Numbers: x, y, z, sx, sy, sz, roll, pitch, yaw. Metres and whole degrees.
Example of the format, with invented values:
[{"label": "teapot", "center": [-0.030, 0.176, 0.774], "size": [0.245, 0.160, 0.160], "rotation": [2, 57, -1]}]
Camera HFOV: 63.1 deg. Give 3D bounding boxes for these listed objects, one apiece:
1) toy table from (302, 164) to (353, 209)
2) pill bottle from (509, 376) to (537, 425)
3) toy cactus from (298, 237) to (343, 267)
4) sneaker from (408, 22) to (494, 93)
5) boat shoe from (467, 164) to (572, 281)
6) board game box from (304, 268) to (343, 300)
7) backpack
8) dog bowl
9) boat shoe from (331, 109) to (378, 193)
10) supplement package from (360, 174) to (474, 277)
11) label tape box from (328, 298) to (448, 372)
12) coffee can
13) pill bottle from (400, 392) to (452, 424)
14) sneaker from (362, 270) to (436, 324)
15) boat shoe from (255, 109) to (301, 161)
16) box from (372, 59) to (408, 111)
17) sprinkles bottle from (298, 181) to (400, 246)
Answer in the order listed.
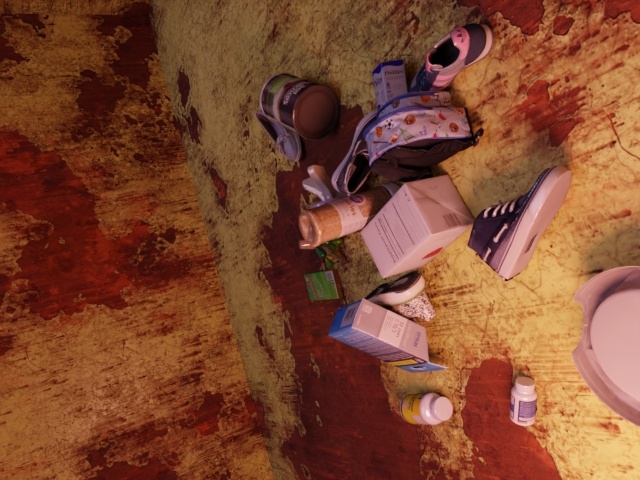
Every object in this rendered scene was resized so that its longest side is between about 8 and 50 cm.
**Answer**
[{"label": "toy table", "center": [0.054, -0.179, 1.839], "size": [0.252, 0.274, 0.160], "rotation": [-18, 81, 22]}, {"label": "pill bottle", "center": [0.553, 0.436, 1.418], "size": [0.067, 0.067, 0.120], "rotation": [24, 121, 55]}, {"label": "toy cactus", "center": [0.000, 0.000, 2.085], "size": [0.112, 0.181, 0.218], "rotation": [-136, 43, -63]}, {"label": "sneaker", "center": [0.310, -0.471, 1.406], "size": [0.319, 0.131, 0.112], "rotation": [-40, 67, 58]}, {"label": "boat shoe", "center": [0.474, -0.064, 1.290], "size": [0.158, 0.127, 0.340], "rotation": [44, 138, 33]}, {"label": "board game box", "center": [0.010, 0.197, 2.286], "size": [0.259, 0.039, 0.124], "rotation": [-15, 88, 58]}, {"label": "backpack", "center": [0.256, -0.289, 1.440], "size": [0.276, 0.263, 0.213], "rotation": [-41, 66, 58]}, {"label": "dog bowl", "center": [0.689, 0.211, 1.062], "size": [0.349, 0.102, 0.348], "rotation": [30, 126, 51]}, {"label": "boat shoe", "center": [0.145, -0.283, 1.674], "size": [0.301, 0.108, 0.102], "rotation": [-57, 30, -3]}, {"label": "supplement package", "center": [0.285, -0.037, 1.576], "size": [0.175, 0.178, 0.293], "rotation": [65, 149, 19]}, {"label": "label tape box", "center": [0.231, 0.329, 1.756], "size": [0.115, 0.348, 0.249], "rotation": [-69, 10, -21]}, {"label": "coffee can", "center": [-0.084, -0.516, 1.991], "size": [0.275, 0.202, 0.201], "rotation": [37, 132, 48]}, {"label": "pill bottle", "center": [0.360, 0.571, 1.767], "size": [0.184, 0.103, 0.103], "rotation": [-33, 73, 58]}, {"label": "sneaker", "center": [0.252, 0.246, 1.805], "size": [0.182, 0.158, 0.410], "rotation": [56, 153, 1]}, {"label": "boat shoe", "center": [-0.180, -0.463, 2.276], "size": [0.320, 0.103, 0.118], "rotation": [61, 147, 26]}, {"label": "box", "center": [0.213, -0.466, 1.591], "size": [0.126, 0.072, 0.137], "rotation": [-144, 45, -81]}, {"label": "sprinkles bottle", "center": [0.106, -0.088, 1.675], "size": [0.121, 0.355, 0.121], "rotation": [37, 138, 44]}]
